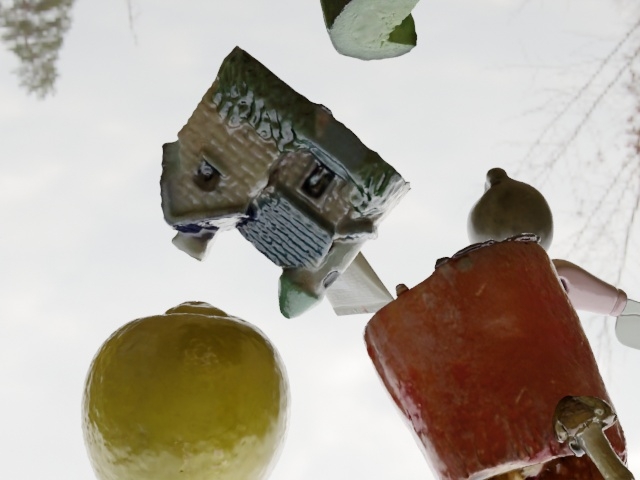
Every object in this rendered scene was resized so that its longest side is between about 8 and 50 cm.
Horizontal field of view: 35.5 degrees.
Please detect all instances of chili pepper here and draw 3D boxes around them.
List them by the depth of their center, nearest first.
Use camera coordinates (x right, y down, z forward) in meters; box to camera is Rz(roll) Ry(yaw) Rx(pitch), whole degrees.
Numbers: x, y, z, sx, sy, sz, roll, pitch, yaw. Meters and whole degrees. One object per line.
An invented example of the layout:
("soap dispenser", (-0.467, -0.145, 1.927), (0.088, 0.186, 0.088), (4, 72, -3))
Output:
("chili pepper", (0.205, 0.168, 1.139), (0.251, 0.229, 0.305), (4, -132, -36))

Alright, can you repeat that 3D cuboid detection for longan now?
("longan", (0.355, -0.040, 1.904), (0.159, 0.205, 0.185), (-14, 179, -24))

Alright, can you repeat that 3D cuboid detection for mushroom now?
("mushroom", (0.274, 0.207, 0.927), (0.061, 0.060, 0.187), (-45, -149, 10))

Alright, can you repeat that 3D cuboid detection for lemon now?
("lemon", (-0.203, 0.264, 1.522), (0.347, 0.348, 0.348), (-1, -156, 0))

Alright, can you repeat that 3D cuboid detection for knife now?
("knife", (0.439, 0.111, 1.399), (0.335, 0.081, 0.043), (21, -169, -17))

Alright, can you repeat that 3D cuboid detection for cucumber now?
("cucumber", (0.085, -0.406, 1.670), (0.191, 0.191, 0.130), (-7, -119, -13))

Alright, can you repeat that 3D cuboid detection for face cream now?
("face cream", (0.000, 0.000, 1.623), (0.137, 0.341, 0.084), (-10, -143, 37))

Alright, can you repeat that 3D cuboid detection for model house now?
("model house", (-0.068, -0.062, 1.386), (0.298, 0.284, 0.243), (38, -175, 6))
